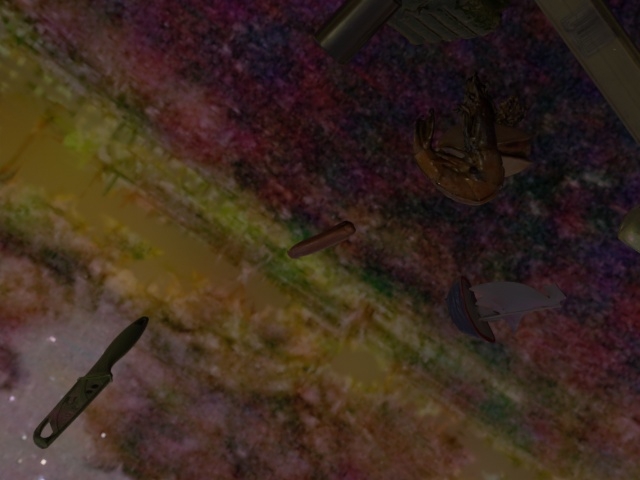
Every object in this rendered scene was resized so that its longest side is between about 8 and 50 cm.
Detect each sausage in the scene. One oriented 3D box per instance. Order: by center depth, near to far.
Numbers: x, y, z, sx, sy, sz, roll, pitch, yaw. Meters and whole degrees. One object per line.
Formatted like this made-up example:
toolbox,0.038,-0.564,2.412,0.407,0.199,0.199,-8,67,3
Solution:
sausage,0.001,0.001,1.750,0.040,0.177,0.047,59,-161,-18

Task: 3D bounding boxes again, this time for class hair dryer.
hair dryer,0.084,-0.428,1.351,0.078,0.195,0.248,41,-160,-17

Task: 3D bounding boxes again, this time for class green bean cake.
green bean cake,0.297,-0.646,1.791,0.218,0.335,0.319,27,168,-37

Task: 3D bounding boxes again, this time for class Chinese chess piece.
Chinese chess piece,0.769,0.014,1.624,0.250,0.101,0.250,29,-165,-9

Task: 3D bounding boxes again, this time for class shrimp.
shrimp,0.262,-0.201,1.475,0.178,0.289,0.075,0,166,-9

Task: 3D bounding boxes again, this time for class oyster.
oyster,0.417,-0.265,1.731,0.051,0.148,0.103,56,-166,31

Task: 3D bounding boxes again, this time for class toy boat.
toy boat,0.456,0.157,1.957,0.219,0.072,0.318,41,137,-6

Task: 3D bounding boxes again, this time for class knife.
knife,-0.204,0.125,0.702,0.030,0.014,0.207,8,-154,12

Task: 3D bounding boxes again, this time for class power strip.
power strip,0.350,-0.183,0.865,0.387,0.066,0.092,46,-149,-17

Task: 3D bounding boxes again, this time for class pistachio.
pistachio,0.358,-0.195,1.653,0.215,0.144,0.144,-5,170,2
